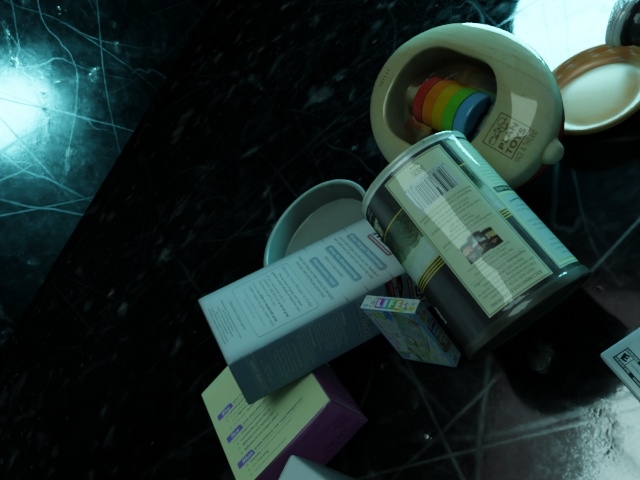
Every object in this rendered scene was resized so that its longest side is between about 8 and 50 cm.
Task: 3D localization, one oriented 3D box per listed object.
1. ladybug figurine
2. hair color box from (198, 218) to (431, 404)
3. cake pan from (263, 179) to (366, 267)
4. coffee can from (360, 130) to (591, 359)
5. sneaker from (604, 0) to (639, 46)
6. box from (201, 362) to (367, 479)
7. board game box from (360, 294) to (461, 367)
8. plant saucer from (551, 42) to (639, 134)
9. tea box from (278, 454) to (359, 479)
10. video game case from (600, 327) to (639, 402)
[{"bbox_3d":[0.272,-0.230,1.033,0.305,0.162,0.449,-60,41,17],"label":"ladybug figurine"},{"bbox_3d":[-0.003,0.106,0.980,0.375,0.113,0.185,-26,37,-13],"label":"hair color box"},{"bbox_3d":[0.000,0.000,1.228,0.293,0.054,0.293,-25,46,28],"label":"cake pan"},{"bbox_3d":[0.218,0.004,0.819,0.201,0.201,0.275,-40,66,13],"label":"coffee can"},{"bbox_3d":[0.606,-0.405,0.940,0.153,0.101,0.268,28,64,31],"label":"sneaker"},{"bbox_3d":[-0.074,0.302,1.011,0.213,0.117,0.243,-48,40,3],"label":"box"},{"bbox_3d":[0.146,0.146,0.892,0.104,0.154,0.026,0,50,43],"label":"board game box"},{"bbox_3d":[0.485,-0.263,0.983,0.200,0.037,0.199,-26,45,29],"label":"plant saucer"},{"bbox_3d":[0.054,0.496,0.653,0.329,0.220,0.323,14,70,49],"label":"tea box"},{"bbox_3d":[0.484,0.162,0.659,0.193,0.023,0.212,-40,39,13],"label":"video game case"}]
